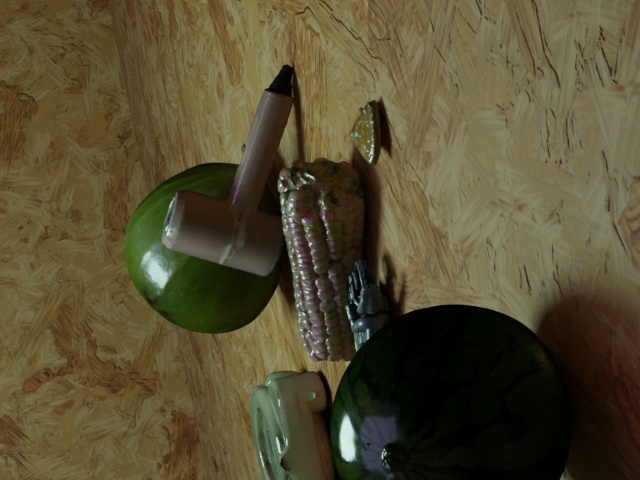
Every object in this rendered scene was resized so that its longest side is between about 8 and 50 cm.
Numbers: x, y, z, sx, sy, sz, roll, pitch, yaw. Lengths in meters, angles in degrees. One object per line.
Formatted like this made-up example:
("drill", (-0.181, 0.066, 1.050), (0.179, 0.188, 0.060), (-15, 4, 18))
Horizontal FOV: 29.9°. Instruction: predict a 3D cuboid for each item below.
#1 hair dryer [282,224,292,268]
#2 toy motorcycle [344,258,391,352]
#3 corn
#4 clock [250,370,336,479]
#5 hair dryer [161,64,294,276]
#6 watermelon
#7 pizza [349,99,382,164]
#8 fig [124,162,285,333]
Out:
("hair dryer", (0.000, 0.000, 1.850), (0.181, 0.064, 0.117), (144, 115, -65))
("toy motorcycle", (0.071, 0.123, 1.657), (0.124, 0.061, 0.193), (-110, 10, -48))
("corn", (0.010, 0.032, 1.729), (0.127, 0.126, 0.335), (-121, 21, -50))
("clock", (-0.048, 0.379, 2.193), (0.309, 0.114, 0.284), (163, 94, -77))
("hair dryer", (-0.121, -0.125, 1.932), (0.107, 0.189, 0.344), (-120, 48, -73))
("watermelon", (0.126, 0.180, 1.164), (0.242, 0.242, 0.242), (169, 90, -75))
("pizza", (0.063, -0.142, 1.563), (0.078, 0.025, 0.083), (-160, 67, -67))
("fig", (-0.192, -0.001, 2.137), (0.316, 0.316, 0.316), (169, 90, -75))
